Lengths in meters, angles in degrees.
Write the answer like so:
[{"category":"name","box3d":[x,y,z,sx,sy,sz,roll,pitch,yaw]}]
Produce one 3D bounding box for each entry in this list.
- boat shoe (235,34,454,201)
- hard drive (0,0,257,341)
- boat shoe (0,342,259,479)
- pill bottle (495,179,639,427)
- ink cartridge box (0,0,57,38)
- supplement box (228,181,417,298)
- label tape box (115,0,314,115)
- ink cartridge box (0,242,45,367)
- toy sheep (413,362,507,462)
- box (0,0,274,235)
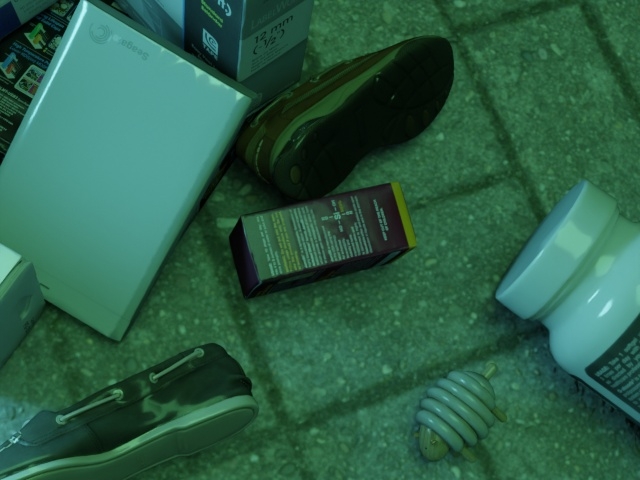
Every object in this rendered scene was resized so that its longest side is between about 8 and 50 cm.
[{"category":"boat shoe","box3d":[0.031,-0.165,1.258,0.120,0.122,0.324,23,43,37]},{"category":"hard drive","box3d":[-0.228,-0.071,1.119,0.203,0.040,0.307,31,107,1]},{"category":"boat shoe","box3d":[-0.230,0.199,1.094,0.335,0.112,0.095,-17,57,-22]},{"category":"pill bottle","box3d":[0.393,0.106,1.190,0.363,0.210,0.210,37,68,2]},{"category":"ink cartridge box","box3d":[-0.426,-0.378,1.241,0.324,0.071,0.330,-39,67,-14]},{"category":"supplement box","box3d":[0.000,0.000,1.200,0.188,0.104,0.080,-13,81,-16]},{"category":"label tape box","box3d":[-0.120,-0.313,1.073,0.115,0.347,0.249,-37,75,-19]},{"category":"ink cartridge box","box3d":[-0.433,0.019,1.053,0.283,0.207,0.117,31,70,1]},{"category":"toy sheep","box3d":[0.156,0.191,1.180,0.091,0.091,0.132,38,73,3]},{"category":"box","box3d":[-0.230,-0.168,1.235,0.296,0.073,0.293,31,67,1]}]
